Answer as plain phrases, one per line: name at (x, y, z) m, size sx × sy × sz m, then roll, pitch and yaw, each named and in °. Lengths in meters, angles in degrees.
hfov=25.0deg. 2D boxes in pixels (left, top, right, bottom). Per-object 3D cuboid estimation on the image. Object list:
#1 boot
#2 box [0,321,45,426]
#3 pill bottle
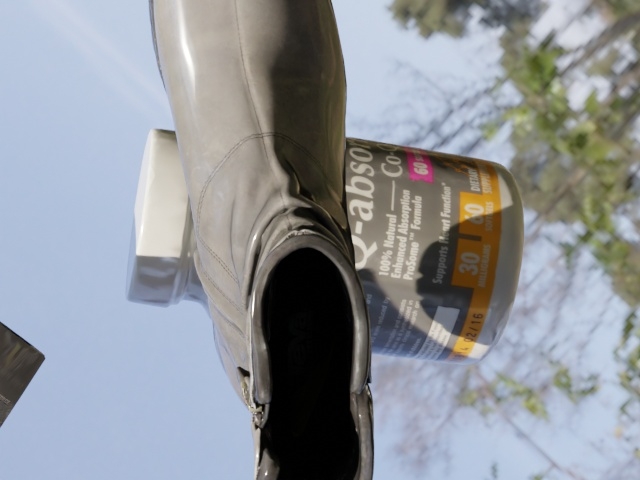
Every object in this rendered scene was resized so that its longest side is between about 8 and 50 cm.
boot at (-0.019, -0.024, 0.807) m, size 0.223 × 0.118 × 0.338 m, roll -116°, pitch 14°, yaw -73°
box at (-0.308, 0.107, 0.932) m, size 0.231 × 0.183 × 0.056 m, roll 19°, pitch 161°, yaw 41°
pill bottle at (0.000, 0.000, 1.090) m, size 0.278 × 0.162 × 0.162 m, roll 8°, pitch -150°, yaw -11°
